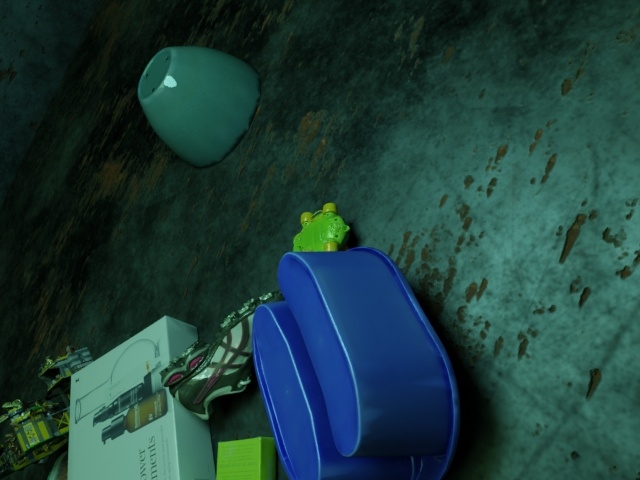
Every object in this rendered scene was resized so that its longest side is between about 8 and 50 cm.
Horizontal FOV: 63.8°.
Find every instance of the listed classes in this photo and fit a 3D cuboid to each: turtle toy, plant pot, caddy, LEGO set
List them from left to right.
[{"bbox_3d":[-0.635,0.373,1.142,0.331,0.255,0.192,-40,75,37],"label":"LEGO set"},{"bbox_3d":[-0.313,-0.346,1.227,0.290,0.195,0.290,-20,58,35],"label":"plant pot"},{"bbox_3d":[0.000,0.000,0.867,0.130,0.066,0.095,-20,58,36],"label":"turtle toy"},{"bbox_3d":[0.044,0.163,0.678,0.241,0.179,0.341,-61,38,37],"label":"caddy"}]

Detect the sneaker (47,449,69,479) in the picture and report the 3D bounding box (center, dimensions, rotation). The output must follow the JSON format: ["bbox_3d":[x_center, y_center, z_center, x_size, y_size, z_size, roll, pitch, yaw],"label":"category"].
[{"bbox_3d":[-0.556,0.599,1.070,0.121,0.108,0.302,-20,60,30],"label":"sneaker"}]

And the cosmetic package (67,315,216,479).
[{"bbox_3d":[-0.346,0.374,0.967,0.284,0.097,0.377,-33,51,19],"label":"cosmetic package"}]

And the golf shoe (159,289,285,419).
[{"bbox_3d":[-0.145,0.192,0.904,0.273,0.105,0.120,-39,91,3],"label":"golf shoe"}]

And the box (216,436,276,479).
[{"bbox_3d":[-0.119,0.406,0.803,0.109,0.042,0.178,-22,57,35],"label":"box"}]

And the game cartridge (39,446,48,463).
[{"bbox_3d":[-0.703,0.523,1.309,0.056,0.017,0.083,-21,58,39],"label":"game cartridge"}]
